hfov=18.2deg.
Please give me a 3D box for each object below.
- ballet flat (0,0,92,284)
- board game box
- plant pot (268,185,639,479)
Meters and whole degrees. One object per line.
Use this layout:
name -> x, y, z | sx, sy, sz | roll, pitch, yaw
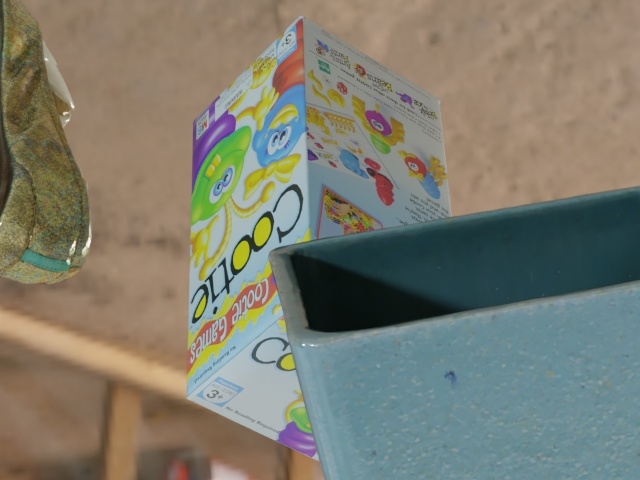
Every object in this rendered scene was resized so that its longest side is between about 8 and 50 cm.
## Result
ballet flat -> -0.241, -0.090, 1.567 | 0.123, 0.348, 0.123 | -8, 131, -9
board game box -> 0.000, 0.000, 1.444 | 0.144, 0.275, 0.142 | 29, 128, -28
plant pot -> 0.117, 0.125, 1.050 | 0.248, 0.252, 0.247 | -9, -169, -2
